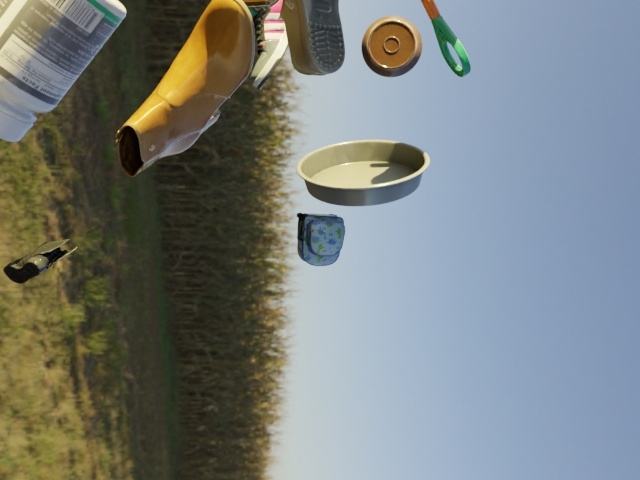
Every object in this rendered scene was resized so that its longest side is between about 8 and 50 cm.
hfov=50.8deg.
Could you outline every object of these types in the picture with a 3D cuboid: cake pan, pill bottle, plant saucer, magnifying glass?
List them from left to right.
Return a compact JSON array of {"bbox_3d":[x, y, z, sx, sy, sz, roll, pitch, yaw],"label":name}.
[{"bbox_3d":[-0.581,-0.392,1.369,0.361,0.204,0.204,-49,-165,7],"label":"pill bottle"},{"bbox_3d":[0.094,-0.151,1.491,0.293,0.293,0.054,-104,-173,-63],"label":"cake pan"},{"bbox_3d":[0.196,-0.538,1.862,0.029,0.168,0.168,-30,122,-81],"label":"plant saucer"},{"bbox_3d":[0.260,-0.458,1.450,0.231,0.026,0.092,57,-1,-15],"label":"magnifying glass"}]

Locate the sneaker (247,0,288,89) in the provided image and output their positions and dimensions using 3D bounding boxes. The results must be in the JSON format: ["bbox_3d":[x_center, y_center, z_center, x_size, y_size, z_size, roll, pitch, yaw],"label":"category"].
[{"bbox_3d":[-0.158,-0.552,1.726,0.295,0.178,0.124,-66,-166,-10],"label":"sneaker"}]

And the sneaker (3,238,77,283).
[{"bbox_3d":[-0.610,0.042,1.464,0.051,0.170,0.089,59,42,-21],"label":"sneaker"}]

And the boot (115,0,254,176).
[{"bbox_3d":[-0.217,-0.228,1.052,0.211,0.104,0.295,-47,173,-40],"label":"boot"}]

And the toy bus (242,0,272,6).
[{"bbox_3d":[-0.133,-0.558,1.159,0.130,0.108,0.333,86,4,-63],"label":"toy bus"}]

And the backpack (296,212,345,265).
[{"bbox_3d":[0.000,0.000,1.511,0.084,0.105,0.114,-153,-113,-68],"label":"backpack"}]

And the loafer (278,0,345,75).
[{"bbox_3d":[-0.023,-0.392,1.103,0.092,0.102,0.268,-15,-107,50],"label":"loafer"}]
